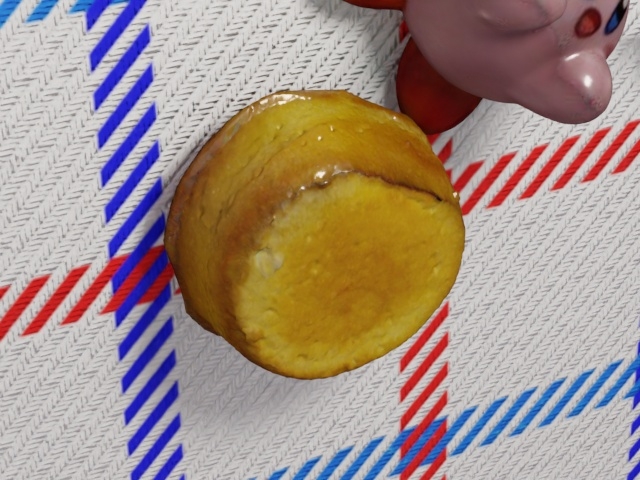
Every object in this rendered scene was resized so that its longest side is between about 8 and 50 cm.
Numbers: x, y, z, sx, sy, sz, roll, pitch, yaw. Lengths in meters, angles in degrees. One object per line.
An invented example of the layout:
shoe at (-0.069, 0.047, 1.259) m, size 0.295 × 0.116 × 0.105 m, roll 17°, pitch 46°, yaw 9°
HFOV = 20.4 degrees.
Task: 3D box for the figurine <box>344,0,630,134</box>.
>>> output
figurine at (0.180, -0.250, 1.744) m, size 0.211 × 0.261 × 0.270 m, roll -57°, pitch 133°, yaw -25°

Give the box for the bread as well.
bread at (-0.005, 0.000, 1.789) m, size 0.312 × 0.172 × 0.312 m, roll -13°, pitch 125°, yaw -19°
